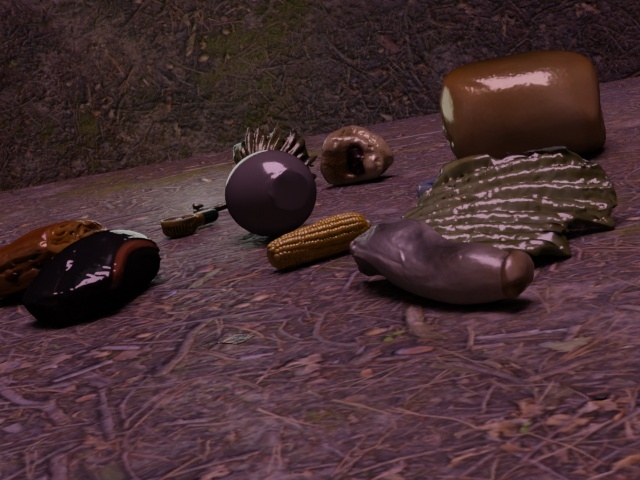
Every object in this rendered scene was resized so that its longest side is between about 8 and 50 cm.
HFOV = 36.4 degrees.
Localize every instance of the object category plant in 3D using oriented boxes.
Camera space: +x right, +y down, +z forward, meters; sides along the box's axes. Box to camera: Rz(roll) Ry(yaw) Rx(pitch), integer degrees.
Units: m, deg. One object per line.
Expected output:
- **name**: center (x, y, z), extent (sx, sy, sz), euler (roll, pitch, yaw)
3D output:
- **plant**: center (-0.151, -0.139, 2.527), extent (0.251, 0.180, 0.334), euler (2, 48, 22)

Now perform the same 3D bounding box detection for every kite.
- **kite**: center (-0.128, 0.136, 1.331), extent (0.078, 0.002, 0.044), euler (-6, 12, 18)

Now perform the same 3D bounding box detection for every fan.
- **fan**: center (-0.294, -0.041, 2.229), extent (0.082, 0.039, 0.155), euler (0, 14, 43)

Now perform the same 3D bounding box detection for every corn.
- **corn**: center (0.000, 0.000, 1.705), extent (0.206, 0.067, 0.067), euler (-20, 14, -27)

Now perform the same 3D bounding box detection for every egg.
- **egg**: center (-0.107, -0.095, 1.981), extent (0.176, 0.176, 0.231), euler (-18, 10, -31)

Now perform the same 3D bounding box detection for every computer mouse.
- **computer mouse**: center (-0.395, 0.052, 1.703), extent (0.182, 0.116, 0.323), euler (-14, 11, 14)

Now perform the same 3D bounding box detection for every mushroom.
- **mushroom**: center (0.156, 0.033, 1.355), extent (0.109, 0.097, 0.351), euler (-29, 23, -24)

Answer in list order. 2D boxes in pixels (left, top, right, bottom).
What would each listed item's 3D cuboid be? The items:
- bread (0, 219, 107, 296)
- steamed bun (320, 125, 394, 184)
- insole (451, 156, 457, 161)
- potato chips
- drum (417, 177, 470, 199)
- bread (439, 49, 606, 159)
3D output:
- **bread**: center (-0.537, 0.028, 1.883), extent (0.210, 0.099, 0.235), euler (-19, 5, 18)
- **steamed bun**: center (0.105, -0.208, 2.479), extent (0.155, 0.141, 0.172), euler (14, 26, 32)
- **insole**: center (0.376, -0.193, 2.433), extent (0.109, 0.007, 0.322), euler (-9, 13, 6)
- **potato chips**: center (0.270, -0.044, 1.605), extent (0.389, 0.097, 0.373), euler (3, 27, 40)
- **drum**: center (0.323, -0.113, 1.990), extent (0.253, 0.049, 0.130), euler (-11, 11, 2)
- **bread**: center (0.475, -0.316, 2.318), extent (0.375, 0.253, 0.348), euler (-7, 15, 19)
